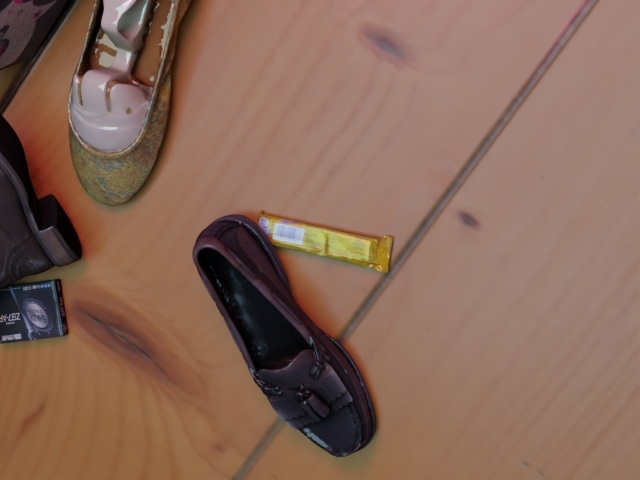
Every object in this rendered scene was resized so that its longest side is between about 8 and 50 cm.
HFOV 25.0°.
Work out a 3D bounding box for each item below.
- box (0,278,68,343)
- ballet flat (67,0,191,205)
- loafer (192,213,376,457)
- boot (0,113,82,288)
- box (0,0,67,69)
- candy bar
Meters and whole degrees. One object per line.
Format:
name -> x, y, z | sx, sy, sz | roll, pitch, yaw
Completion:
box -> -0.340, 0.083, 1.685 | 0.083, 0.018, 0.067 | -7, 93, 14
ballet flat -> -0.215, -0.205, 1.577 | 0.123, 0.123, 0.349 | 19, 100, 11
loafer -> -0.050, 0.115, 1.574 | 0.109, 0.095, 0.303 | -32, 92, 20
boot -> -0.416, -0.016, 1.602 | 0.229, 0.091, 0.263 | -25, 117, 6
box -> -0.349, -0.300, 1.534 | 0.142, 0.163, 0.247 | 45, 126, 6
candy bar -> 0.000, 0.000, 1.597 | 0.161, 0.018, 0.040 | 12, 96, 13
